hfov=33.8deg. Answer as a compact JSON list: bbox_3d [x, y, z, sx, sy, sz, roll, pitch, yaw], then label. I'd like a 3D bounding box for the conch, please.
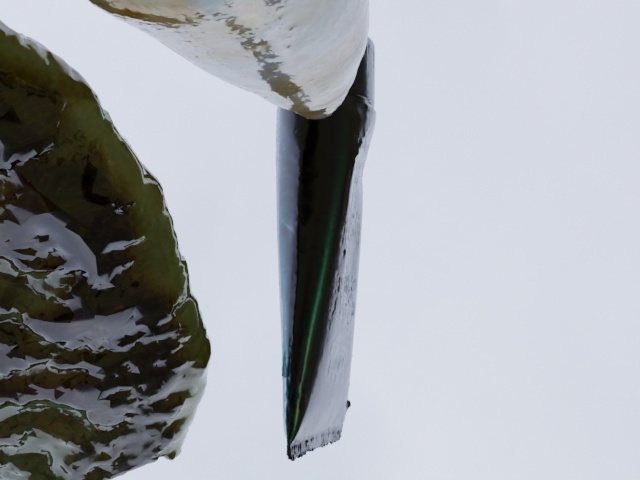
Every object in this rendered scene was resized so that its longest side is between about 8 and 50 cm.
[{"bbox_3d":[-0.049,-0.123,0.449,0.127,0.255,0.158,-33,-121,-11],"label":"conch"}]

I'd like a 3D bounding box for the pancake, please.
[{"bbox_3d":[-0.218,0.016,0.525,0.427,0.305,0.066,30,-152,-37],"label":"pancake"}]

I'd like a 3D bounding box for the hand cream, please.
[{"bbox_3d":[0.000,0.000,0.685,0.120,0.061,0.270,15,-102,-74],"label":"hand cream"}]
